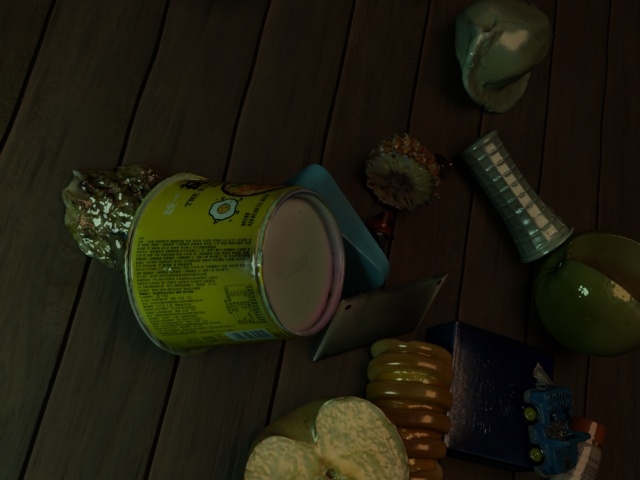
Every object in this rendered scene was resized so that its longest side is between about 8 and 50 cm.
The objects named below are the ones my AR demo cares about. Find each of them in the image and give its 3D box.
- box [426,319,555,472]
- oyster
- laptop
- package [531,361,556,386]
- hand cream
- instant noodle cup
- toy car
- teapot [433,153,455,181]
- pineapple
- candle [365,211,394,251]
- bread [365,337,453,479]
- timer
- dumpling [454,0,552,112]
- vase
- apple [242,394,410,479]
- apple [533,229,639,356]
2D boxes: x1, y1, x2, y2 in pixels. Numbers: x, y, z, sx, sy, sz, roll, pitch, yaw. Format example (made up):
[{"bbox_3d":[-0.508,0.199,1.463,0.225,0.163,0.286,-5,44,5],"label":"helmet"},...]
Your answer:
[{"bbox_3d":[0.352,0.332,1.785,0.279,0.116,0.261,19,68,-24],"label":"box"},{"bbox_3d":[-0.342,-0.039,1.502,0.223,0.083,0.214,3,71,-24],"label":"oyster"},{"bbox_3d":[0.119,0.149,1.664,0.269,0.187,0.015,-12,52,-33],"label":"laptop"},{"bbox_3d":[0.483,0.308,1.796,0.110,0.015,0.037,50,54,-14],"label":"package"},{"bbox_3d":[0.550,0.547,1.853,0.140,0.089,0.314,33,65,-17],"label":"hand cream"},{"bbox_3d":[-0.128,0.038,1.431,0.326,0.254,0.325,5,84,-56],"label":"instant noodle cup"},{"bbox_3d":[0.481,0.382,1.720,0.097,0.100,0.191,-5,86,-38],"label":"toy car"},{"bbox_3d":[0.268,-0.164,1.924,0.100,0.045,0.067,-19,87,-33],"label":"teapot"},{"bbox_3d":[0.188,-0.163,1.813,0.176,0.161,0.136,41,48,-16],"label":"pineapple"},{"bbox_3d":[0.116,-0.019,1.665,0.059,0.302,0.084,26,92,1],"label":"candle"},{"bbox_3d":[0.166,0.343,1.633,0.173,0.121,0.311,4,69,8],"label":"bread"},{"bbox_3d":[0.000,0.000,1.603,0.250,0.232,0.091,47,55,-12],"label":"timer"},{"bbox_3d":[0.439,-0.459,2.021,0.321,0.212,0.269,-12,85,-22],"label":"dumpling"},{"bbox_3d":[0.443,-0.109,1.962,0.143,0.143,0.298,-37,93,-34],"label":"vase"},{"bbox_3d":[0.005,0.415,1.512,0.293,0.163,0.251,-28,89,-10],"label":"apple"},{"bbox_3d":[0.627,0.116,1.912,0.254,0.292,0.292,37,60,-6],"label":"apple"}]
